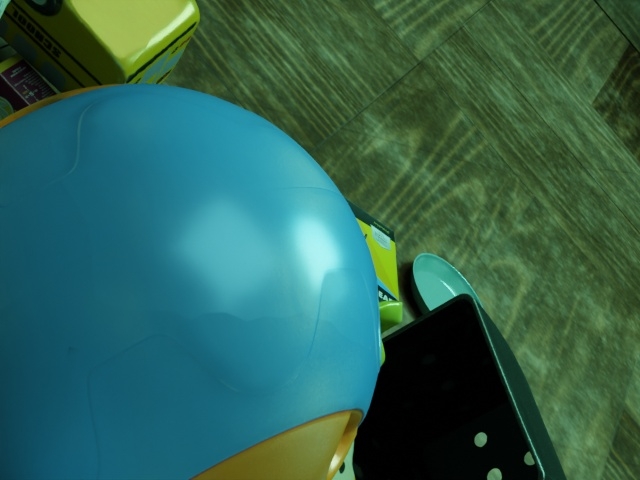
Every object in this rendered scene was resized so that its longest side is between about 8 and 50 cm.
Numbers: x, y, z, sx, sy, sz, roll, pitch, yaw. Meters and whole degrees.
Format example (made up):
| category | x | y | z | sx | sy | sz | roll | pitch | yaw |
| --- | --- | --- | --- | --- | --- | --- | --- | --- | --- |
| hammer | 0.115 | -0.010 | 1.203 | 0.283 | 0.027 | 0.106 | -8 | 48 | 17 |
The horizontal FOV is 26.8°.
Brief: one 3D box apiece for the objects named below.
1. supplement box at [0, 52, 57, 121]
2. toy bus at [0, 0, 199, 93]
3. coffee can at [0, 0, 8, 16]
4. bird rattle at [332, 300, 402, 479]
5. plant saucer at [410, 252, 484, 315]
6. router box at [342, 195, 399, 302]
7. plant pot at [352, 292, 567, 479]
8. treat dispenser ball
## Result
| category | x | y | z | sx | sy | sz | roll | pitch | yaw |
| --- | --- | --- | --- | --- | --- | --- | --- | --- | --- |
| supplement box | -0.247 | -0.104 | 1.119 | 0.083 | 0.055 | 0.043 | 46 | 30 | -7 |
| toy bus | -0.258 | -0.257 | 1.122 | 0.333 | 0.130 | 0.108 | 43 | 56 | 0 |
| coffee can | -0.321 | -0.125 | 0.846 | 0.201 | 0.201 | 0.275 | 36 | 40 | -25 |
| bird rattle | -0.033 | 0.108 | 1.035 | 0.253 | 0.143 | 0.206 | 16 | 62 | -61 |
| plant saucer | 0.138 | 0.069 | 1.496 | 0.119 | 0.021 | 0.119 | 34 | 33 | -26 |
| router box | 0.000 | 0.000 | 1.355 | 0.179 | 0.046 | 0.133 | 34 | 32 | -27 |
| plant pot | 0.119 | 0.190 | 1.180 | 0.167 | 0.187 | 0.188 | 34 | 30 | -49 |
| treat dispenser ball | -0.108 | 0.051 | 0.787 | 0.288 | 0.288 | 0.288 | 35 | 32 | -26 |
